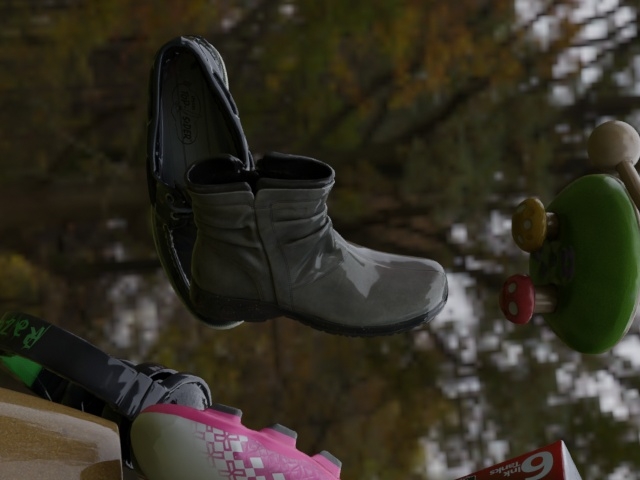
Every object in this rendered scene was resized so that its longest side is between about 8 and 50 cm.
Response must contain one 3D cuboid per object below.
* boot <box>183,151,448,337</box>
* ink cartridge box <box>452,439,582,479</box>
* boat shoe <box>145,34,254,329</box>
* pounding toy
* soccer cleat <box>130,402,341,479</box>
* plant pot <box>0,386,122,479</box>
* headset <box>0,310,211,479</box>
[{"bbox_3d":[0.000,0.000,1.647,0.083,0.246,0.161,-93,-173,-48],"label":"boot"},{"bbox_3d":[0.167,0.395,2.135,0.272,0.309,0.130,-83,149,-66],"label":"ink cartridge box"},{"bbox_3d":[-0.135,-0.071,2.097,0.113,0.127,0.340,75,12,-83],"label":"boat shoe"},{"bbox_3d":[0.241,0.007,1.843,0.237,0.110,0.183,117,-31,-51],"label":"pounding toy"},{"bbox_3d":[-0.012,0.237,1.308,0.116,0.331,0.143,-11,-131,50],"label":"soccer cleat"},{"bbox_3d":[-0.270,0.193,1.316,0.237,0.254,0.237,180,-90,-80],"label":"plant pot"},{"bbox_3d":[-0.226,0.228,2.141,0.243,0.394,0.185,4,-119,57],"label":"headset"}]
